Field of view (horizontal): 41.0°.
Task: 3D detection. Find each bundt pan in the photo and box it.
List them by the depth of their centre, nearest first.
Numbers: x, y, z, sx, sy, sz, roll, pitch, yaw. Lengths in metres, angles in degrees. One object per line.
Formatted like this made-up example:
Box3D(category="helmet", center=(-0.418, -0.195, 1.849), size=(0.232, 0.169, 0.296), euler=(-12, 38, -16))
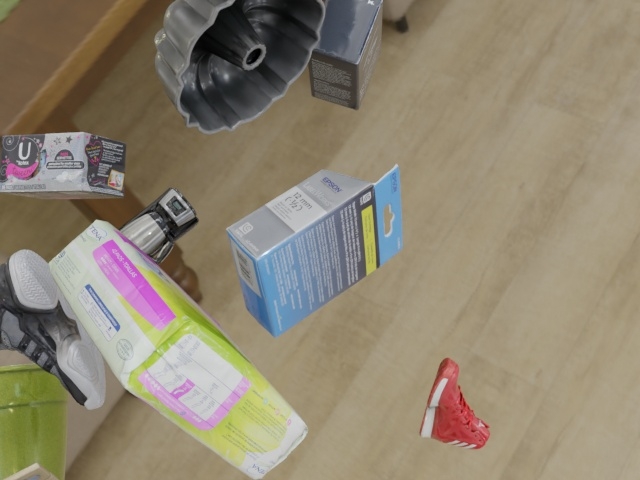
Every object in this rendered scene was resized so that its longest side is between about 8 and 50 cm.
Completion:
Box3D(category="bundt pan", center=(-0.153, -0.350, 1.475), size=(0.331, 0.331, 0.124), euler=(-42, 70, -9))

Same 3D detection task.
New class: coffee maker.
Box3D(category="coffee maker", center=(-0.382, -0.032, 1.967), size=(0.178, 0.120, 0.171), euler=(-39, 21, -16))

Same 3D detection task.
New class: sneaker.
Box3D(category="sneaker", center=(-0.434, 0.153, 1.273), size=(0.153, 0.268, 0.101), euler=(-22, 19, 3))
Box3D(category="sneaker", center=(0.266, 0.310, 1.598), size=(0.128, 0.221, 0.087), euler=(18, 50, 12))

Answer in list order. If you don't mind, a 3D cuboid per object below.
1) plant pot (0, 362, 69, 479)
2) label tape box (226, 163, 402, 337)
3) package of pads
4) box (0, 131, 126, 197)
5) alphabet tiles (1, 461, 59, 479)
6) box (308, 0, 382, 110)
Box3D(category="plant pot", center=(-0.638, 0.442, 1.614), size=(0.367, 0.366, 0.352), euler=(-14, 77, 9))
Box3D(category="label tape box", center=(0.000, 0.000, 1.697), size=(0.348, 0.249, 0.115), euler=(-35, 53, -22))
Box3D(category="package of pads", center=(-0.155, 0.133, 0.984), size=(0.101, 0.296, 0.229), euler=(-44, 48, -6))
Box3D(category="box", center=(-0.610, -0.176, 2.022), size=(0.247, 0.163, 0.142), euler=(0, 86, 24))
Box3D(category="alphabet tiles", center=(-0.325, 0.281, 0.793), size=(0.198, 0.237, 0.009), euler=(-26, 68, -15))
Box3D(category="box", center=(0.050, -0.381, 1.709), size=(0.108, 0.207, 0.153), euler=(18, 73, 9))
